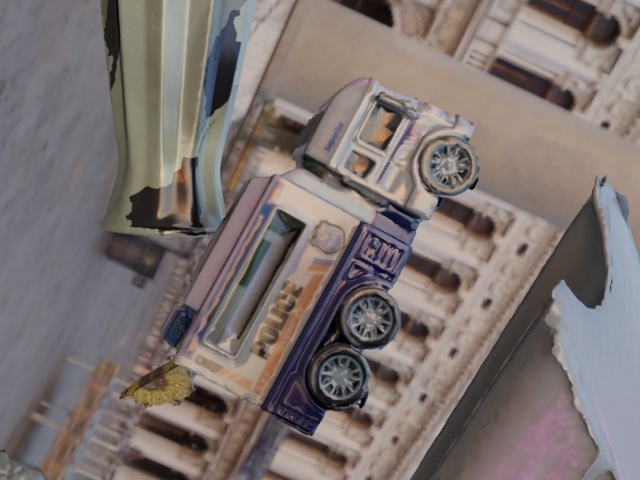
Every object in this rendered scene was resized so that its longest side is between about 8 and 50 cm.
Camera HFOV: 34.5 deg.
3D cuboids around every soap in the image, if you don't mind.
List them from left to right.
[{"bbox_3d":[0.158,0.169,0.469,0.159,0.257,0.302,-46,163,-57],"label":"soap"}]

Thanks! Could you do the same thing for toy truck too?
[{"bbox_3d":[0.000,0.000,0.804,0.268,0.155,0.124,-62,-172,-3],"label":"toy truck"}]

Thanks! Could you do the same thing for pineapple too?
[{"bbox_3d":[-0.137,0.130,0.925,0.083,0.045,0.019,-35,-143,27],"label":"pineapple"}]

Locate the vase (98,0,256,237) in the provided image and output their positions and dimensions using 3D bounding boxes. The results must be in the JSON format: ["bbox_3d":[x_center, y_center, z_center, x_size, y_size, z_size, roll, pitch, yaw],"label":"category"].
[{"bbox_3d":[-0.121,-0.186,0.863,0.165,0.165,0.360,-111,-155,-85],"label":"vase"}]

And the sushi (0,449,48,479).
[{"bbox_3d":[-0.520,0.412,1.357,0.350,0.211,0.171,-15,137,-39],"label":"sushi"}]
